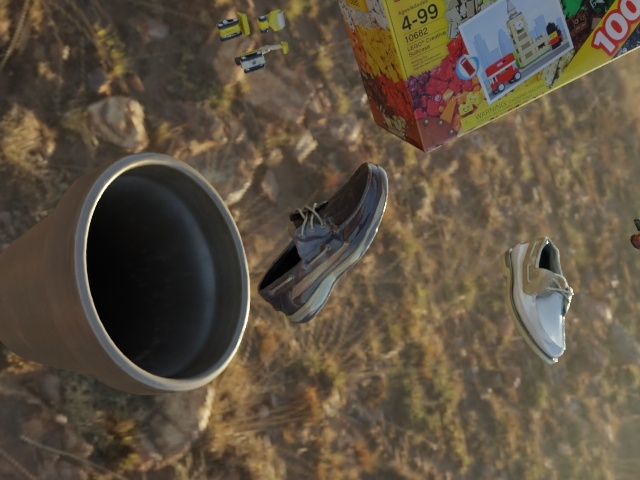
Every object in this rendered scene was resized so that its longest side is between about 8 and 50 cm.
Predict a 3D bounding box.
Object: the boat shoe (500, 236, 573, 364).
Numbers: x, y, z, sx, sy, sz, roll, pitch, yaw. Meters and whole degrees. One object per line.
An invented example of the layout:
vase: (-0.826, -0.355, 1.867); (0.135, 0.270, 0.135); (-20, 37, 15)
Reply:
boat shoe: (0.425, 0.101, 1.780); (0.113, 0.103, 0.302); (37, 29, -29)

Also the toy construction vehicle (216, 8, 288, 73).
toy construction vehicle: (-0.097, -0.290, 1.322); (0.035, 0.098, 0.086); (-127, -161, -49)

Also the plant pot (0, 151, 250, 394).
plant pot: (-0.246, 0.050, 1.043); (0.263, 0.229, 0.263); (21, 63, -51)

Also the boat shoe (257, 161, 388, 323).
boat shoe: (0.000, 0.000, 1.749); (0.130, 0.355, 0.132); (25, 18, -23)

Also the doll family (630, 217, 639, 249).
doll family: (0.585, 0.032, 1.500); (0.076, 0.111, 0.193); (-27, 78, -41)

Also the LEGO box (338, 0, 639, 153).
LEGO box: (0.284, -0.421, 1.440); (0.193, 0.500, 0.372); (43, -23, 58)
